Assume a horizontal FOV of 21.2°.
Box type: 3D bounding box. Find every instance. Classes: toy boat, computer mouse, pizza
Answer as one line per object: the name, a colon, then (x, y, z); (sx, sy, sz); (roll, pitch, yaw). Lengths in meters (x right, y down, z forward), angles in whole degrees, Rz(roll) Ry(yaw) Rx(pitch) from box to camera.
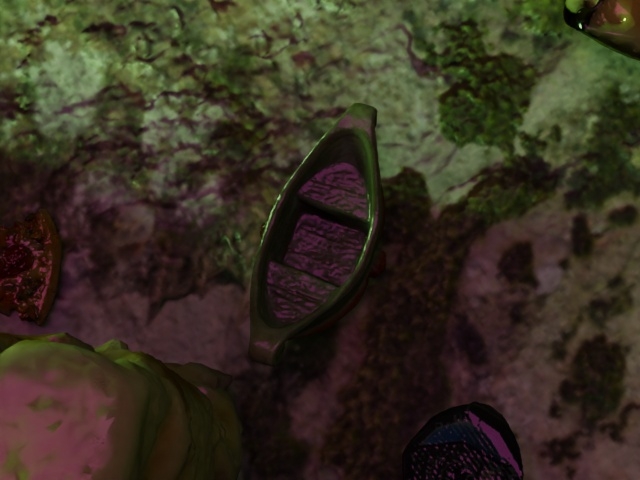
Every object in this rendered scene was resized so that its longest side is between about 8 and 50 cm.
toy boat: (0.000, 0.001, 1.127); (0.089, 0.071, 0.185); (19, 78, 13)
computer mouse: (0.091, 0.169, 1.085); (0.079, 0.047, 0.135); (9, 88, 22)
pizza: (-0.217, 0.019, 1.175); (0.078, 0.025, 0.083); (-3, 76, 4)

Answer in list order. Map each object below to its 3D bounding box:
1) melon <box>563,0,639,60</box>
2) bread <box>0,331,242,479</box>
melon: (0.240, -0.173, 1.144); (0.128, 0.079, 0.160); (38, 82, -3)
bread: (-0.239, 0.190, 0.954); (0.371, 0.390, 0.279); (-1, 80, 8)
